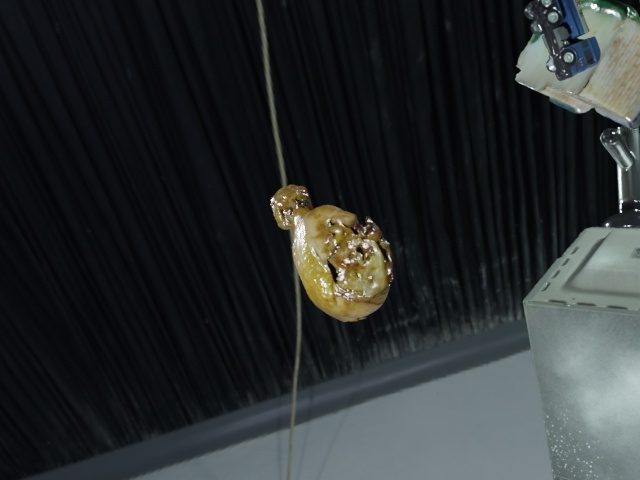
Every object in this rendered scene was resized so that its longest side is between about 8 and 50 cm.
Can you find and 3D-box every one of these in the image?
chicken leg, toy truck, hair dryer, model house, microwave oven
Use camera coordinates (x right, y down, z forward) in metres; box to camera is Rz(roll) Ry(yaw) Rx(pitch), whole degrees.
[{"bbox_3d":[-0.003,-0.001,0.738,0.087,0.107,0.251,-6,24,-18],"label":"chicken leg"},{"bbox_3d":[0.439,-0.400,1.264,0.088,0.202,0.074,-24,4,-6],"label":"toy truck"},{"bbox_3d":[0.785,-0.168,1.848,0.284,0.321,0.155,4,-11,-39],"label":"hair dryer"},{"bbox_3d":[0.664,-0.402,1.625,0.243,0.284,0.298,-58,25,15],"label":"model house"},{"bbox_3d":[0.514,0.163,0.848,0.431,0.375,0.236,3,29,40],"label":"microwave oven"}]
